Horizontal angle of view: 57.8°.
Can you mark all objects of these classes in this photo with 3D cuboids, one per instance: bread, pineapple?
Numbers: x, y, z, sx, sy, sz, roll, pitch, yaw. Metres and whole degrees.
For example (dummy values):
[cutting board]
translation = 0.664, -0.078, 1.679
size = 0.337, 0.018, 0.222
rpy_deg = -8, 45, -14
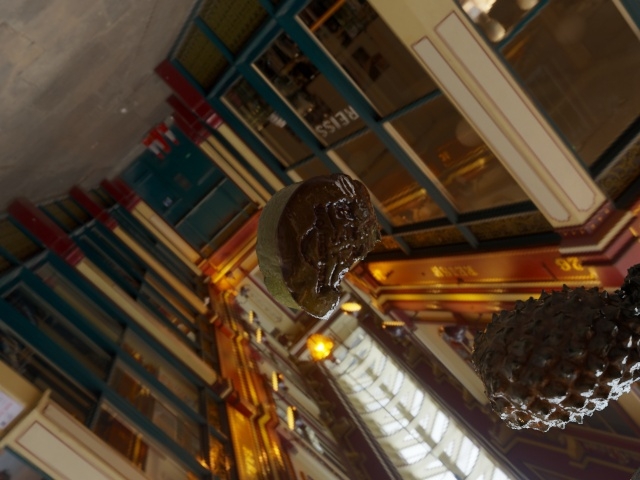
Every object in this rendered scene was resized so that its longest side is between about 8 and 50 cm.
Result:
[bread]
translation = -0.007, -0.006, 0.624
size = 0.086, 0.125, 0.156
rpy_deg = 0, -136, 50
[pineapple]
translation = 0.370, 0.110, 0.716
size = 0.361, 0.175, 0.175
rpy_deg = -27, -161, 20

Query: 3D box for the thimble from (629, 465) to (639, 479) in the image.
[thimble]
translation = 0.297, 0.222, 0.425
size = 0.150, 0.237, 0.237
rpy_deg = 33, -107, 35
